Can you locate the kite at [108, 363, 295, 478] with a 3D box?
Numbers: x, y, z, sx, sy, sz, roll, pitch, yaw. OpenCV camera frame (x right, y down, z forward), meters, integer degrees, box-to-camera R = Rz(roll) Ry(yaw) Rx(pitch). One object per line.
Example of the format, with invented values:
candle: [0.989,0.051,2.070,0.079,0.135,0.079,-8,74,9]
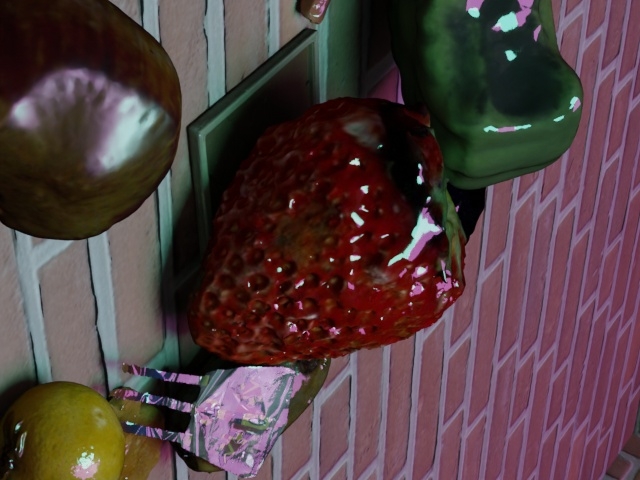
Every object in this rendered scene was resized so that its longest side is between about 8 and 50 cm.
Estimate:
kite: [-0.134,0.191,1.621,0.245,0.015,0.141,16,94,-39]

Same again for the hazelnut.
hazelnut: [-0.210,-0.119,1.178,0.218,0.218,0.234,-55,152,-24]

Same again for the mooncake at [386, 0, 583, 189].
mooncake: [0.185,-0.240,1.738,0.351,0.187,0.351,166,-90,-89]

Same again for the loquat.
loquat: [-0.260,0.212,1.435,0.141,0.141,0.141,-44,146,-40]

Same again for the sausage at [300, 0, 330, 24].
sausage: [0.016,-0.316,1.652,0.147,0.035,0.030,-66,151,-8]

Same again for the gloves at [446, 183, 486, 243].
gloves: [0.151,-0.047,2.038,0.197,0.152,0.301,-46,176,19]

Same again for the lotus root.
lotus root: [-0.084,0.181,1.739,0.241,0.124,0.123,-41,136,-18]

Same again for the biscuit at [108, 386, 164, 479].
biscuit: [-0.229,0.226,1.628,0.184,0.027,0.133,-6,113,-64]

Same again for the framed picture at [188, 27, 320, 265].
framed picture: [-0.069,-0.062,1.714,0.240,0.020,0.324,-46,147,-37]

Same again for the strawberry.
strawberry: [0.007,-0.012,1.626,0.291,0.309,0.292,-7,90,-72]
